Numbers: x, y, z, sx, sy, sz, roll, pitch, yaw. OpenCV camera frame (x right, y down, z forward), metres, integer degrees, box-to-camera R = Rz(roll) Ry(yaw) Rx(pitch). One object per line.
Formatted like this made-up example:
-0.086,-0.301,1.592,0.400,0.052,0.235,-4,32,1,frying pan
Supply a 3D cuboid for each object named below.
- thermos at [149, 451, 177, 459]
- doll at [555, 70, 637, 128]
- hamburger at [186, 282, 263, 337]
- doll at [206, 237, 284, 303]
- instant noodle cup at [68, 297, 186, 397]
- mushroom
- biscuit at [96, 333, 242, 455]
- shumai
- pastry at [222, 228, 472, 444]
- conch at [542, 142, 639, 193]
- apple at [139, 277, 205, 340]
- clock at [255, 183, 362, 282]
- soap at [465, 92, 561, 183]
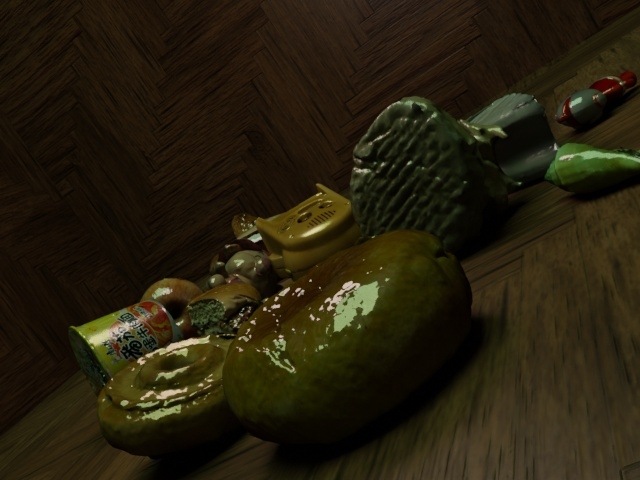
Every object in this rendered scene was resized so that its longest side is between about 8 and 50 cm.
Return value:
-0.245,0.311,1.262,0.188,0.083,0.073,-61,-14,-72,thermos
0.577,-0.296,1.568,0.245,0.076,0.142,-34,5,-34,doll
-0.203,0.177,1.634,0.282,0.156,0.245,-22,6,38,hamburger
-0.191,0.108,1.885,0.152,0.196,0.256,-10,25,26,doll
-0.433,0.265,1.713,0.200,0.264,0.264,-30,5,-28,instant noodle cup
-0.174,0.028,2.296,0.345,0.239,0.345,-49,16,19,mushroom
-0.218,0.232,1.192,0.296,0.102,0.296,-12,16,4,biscuit
0.212,-0.102,1.335,0.262,0.267,0.314,-16,-48,-49,shumai
0.029,0.118,0.943,0.356,0.164,0.356,-31,9,5,pastry
0.409,-0.111,1.104,0.094,0.080,0.200,-23,17,-37,conch
-0.405,0.208,2.051,0.211,0.211,0.188,-35,7,-11,apple
0.000,0.000,1.762,0.244,0.200,0.317,-33,16,-10,clock
0.416,-0.218,1.478,0.257,0.159,0.302,-36,9,-33,soap
